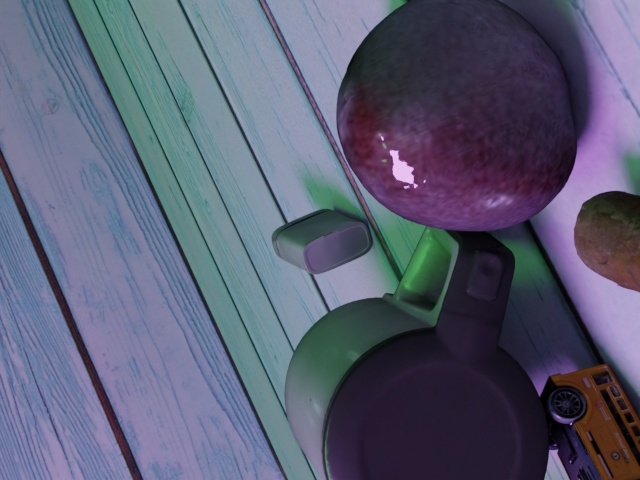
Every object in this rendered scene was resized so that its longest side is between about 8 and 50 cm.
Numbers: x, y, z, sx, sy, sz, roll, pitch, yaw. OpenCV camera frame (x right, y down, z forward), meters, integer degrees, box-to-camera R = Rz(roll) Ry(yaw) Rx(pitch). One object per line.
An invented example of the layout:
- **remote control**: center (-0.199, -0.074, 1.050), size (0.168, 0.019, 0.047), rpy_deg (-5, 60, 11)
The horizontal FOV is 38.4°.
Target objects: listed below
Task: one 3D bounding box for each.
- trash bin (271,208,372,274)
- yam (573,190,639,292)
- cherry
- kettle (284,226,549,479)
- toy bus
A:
- **trash bin**: center (0.000, 0.000, 1.408), size (0.130, 0.116, 0.059), rpy_deg (25, 136, 64)
- **yam**: center (0.264, 0.005, 0.713), size (0.127, 0.084, 0.084), rpy_deg (-151, 41, -70)
- **cherry**: center (0.119, -0.108, 0.799), size (0.183, 0.266, 0.213), rpy_deg (-37, 75, 35)
- **kettle**: center (0.111, 0.146, 1.037), size (0.376, 0.250, 0.361), rpy_deg (165, 125, -85)
- **toy bus**: center (0.279, 0.220, 0.876), size (0.083, 0.088, 0.194), rpy_deg (91, 162, -56)
